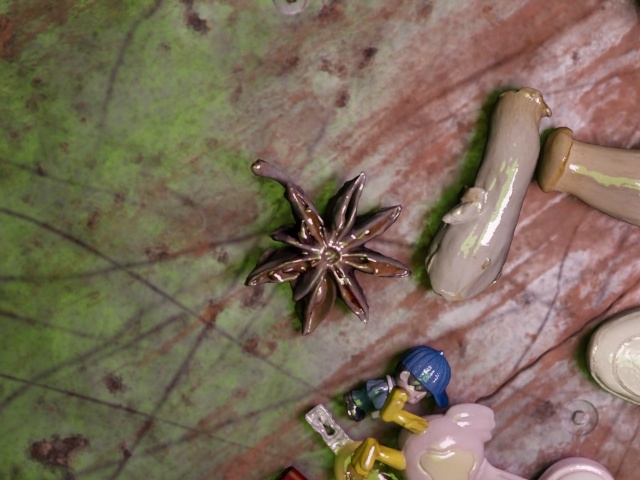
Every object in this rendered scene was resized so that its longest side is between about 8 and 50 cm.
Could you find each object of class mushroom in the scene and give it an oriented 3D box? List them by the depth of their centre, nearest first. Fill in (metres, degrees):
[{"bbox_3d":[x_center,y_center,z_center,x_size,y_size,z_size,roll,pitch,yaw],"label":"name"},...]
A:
[{"bbox_3d":[0.386,-0.070,1.773,0.247,0.096,0.108,9,118,3],"label":"mushroom"},{"bbox_3d":[0.208,-0.054,1.774,0.099,0.096,0.278,21,94,-3],"label":"mushroom"}]

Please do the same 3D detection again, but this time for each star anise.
[{"bbox_3d":[0.000,-0.001,1.786,0.209,0.089,0.231,-14,100,-10],"label":"star anise"}]

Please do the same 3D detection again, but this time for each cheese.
[{"bbox_3d":[0.041,0.272,1.832,0.086,0.036,0.162,-39,93,2],"label":"cheese"}]

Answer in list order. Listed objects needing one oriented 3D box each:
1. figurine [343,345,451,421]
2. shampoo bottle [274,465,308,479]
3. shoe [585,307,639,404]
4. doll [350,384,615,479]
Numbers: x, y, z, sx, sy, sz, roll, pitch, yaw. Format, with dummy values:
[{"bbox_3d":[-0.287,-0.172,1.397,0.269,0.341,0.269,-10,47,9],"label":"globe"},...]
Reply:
[{"bbox_3d":[0.096,0.177,1.815,0.136,0.077,0.079,-12,76,14],"label":"figurine"},{"bbox_3d":[0.026,0.405,1.829,0.260,0.064,0.102,43,90,-3],"label":"shampoo bottle"},{"bbox_3d":[0.492,0.160,1.728,0.342,0.210,0.132,10,94,0],"label":"shoe"},{"bbox_3d":[0.220,0.299,1.791,0.365,0.094,0.160,28,98,-9],"label":"doll"}]
